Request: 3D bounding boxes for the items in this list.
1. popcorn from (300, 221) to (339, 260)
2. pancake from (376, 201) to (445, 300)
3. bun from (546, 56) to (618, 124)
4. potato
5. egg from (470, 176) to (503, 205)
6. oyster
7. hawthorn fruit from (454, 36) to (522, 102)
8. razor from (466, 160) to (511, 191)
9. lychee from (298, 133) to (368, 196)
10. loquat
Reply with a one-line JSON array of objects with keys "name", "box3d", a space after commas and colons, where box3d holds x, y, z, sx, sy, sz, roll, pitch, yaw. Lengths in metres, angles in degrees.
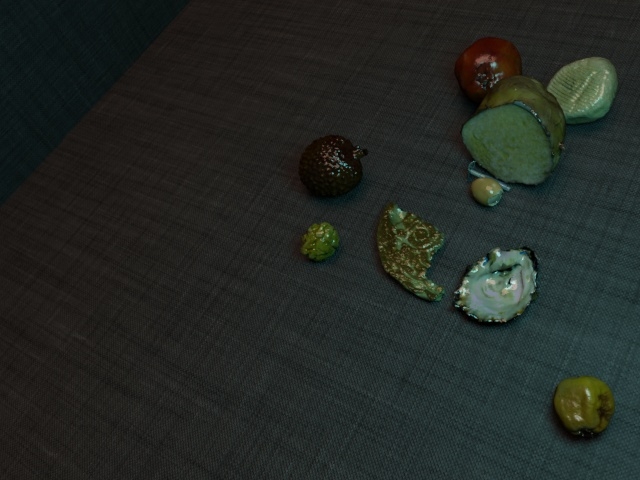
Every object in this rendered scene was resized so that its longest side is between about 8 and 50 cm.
[{"name": "popcorn", "box3d": [0.000, 0.000, 1.871, 0.116, 0.121, 0.106, 11, 26, 17]}, {"name": "pancake", "box3d": [0.264, 0.021, 1.806, 0.197, 0.054, 0.377, -17, 54, 8]}, {"name": "bun", "box3d": [0.789, -0.442, 1.902, 0.220, 0.134, 0.220, -27, 48, 35]}, {"name": "potato", "box3d": [0.601, -0.338, 1.838, 0.237, 0.289, 0.301, -37, 21, -31]}, {"name": "egg", "box3d": [0.479, -0.145, 1.828, 0.080, 0.080, 0.096, -35, 56, -7]}, {"name": "oyster", "box3d": [0.469, 0.108, 1.653, 0.198, 0.092, 0.260, 24, 75, 31]}, {"name": "hawthorn fruit", "box3d": [0.525, -0.520, 1.976, 0.211, 0.211, 0.299, -3, 25, 17]}, {"name": "razor", "box3d": [0.498, -0.178, 1.871, 0.135, 0.068, 0.040, 29, 71, 21]}, {"name": "lychee", "box3d": [0.043, -0.234, 1.974, 0.238, 0.200, 0.200, -21, 50, 23]}, {"name": "loquat", "box3d": [0.584, 0.370, 1.410, 0.137, 0.113, 0.137, -3, 68, 8]}]
